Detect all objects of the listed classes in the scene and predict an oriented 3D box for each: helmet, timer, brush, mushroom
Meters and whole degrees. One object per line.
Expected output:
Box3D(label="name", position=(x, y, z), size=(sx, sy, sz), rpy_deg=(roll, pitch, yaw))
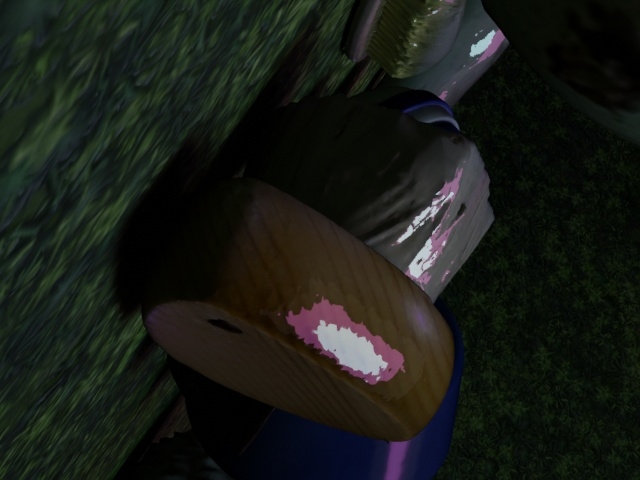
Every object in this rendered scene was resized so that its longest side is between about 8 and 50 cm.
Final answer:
Box3D(label="helmet", position=(-0.053, 0.062, 0.978), size=(0.175, 0.106, 0.155), rpy_deg=(-54, 179, -39))
Box3D(label="timer", position=(0.032, 0.032, 1.193), size=(0.270, 0.270, 0.383), rpy_deg=(-53, 162, -50))
Box3D(label="brush", position=(0.000, 0.000, 0.715), size=(0.266, 0.174, 0.166), rpy_deg=(61, 49, -70))
Box3D(label="brush", position=(0.069, -0.169, 0.791), size=(0.072, 0.067, 0.313), rpy_deg=(-54, 176, -14))
Box3D(label="mushroom", position=(0.109, -0.166, 1.361), size=(0.351, 0.097, 0.109), rpy_deg=(-53, 178, 10))

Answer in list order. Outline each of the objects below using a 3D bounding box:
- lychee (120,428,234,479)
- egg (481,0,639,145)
Box3D(label="lychee", position=(-0.113, 0.405, 1.642), size=(0.432, 0.380, 0.380), rpy_deg=(-29, -162, 43))
Box3D(label="egg", position=(0.192, -0.172, 0.519), size=(0.379, 0.287, 0.287), rpy_deg=(-34, 163, -45))
